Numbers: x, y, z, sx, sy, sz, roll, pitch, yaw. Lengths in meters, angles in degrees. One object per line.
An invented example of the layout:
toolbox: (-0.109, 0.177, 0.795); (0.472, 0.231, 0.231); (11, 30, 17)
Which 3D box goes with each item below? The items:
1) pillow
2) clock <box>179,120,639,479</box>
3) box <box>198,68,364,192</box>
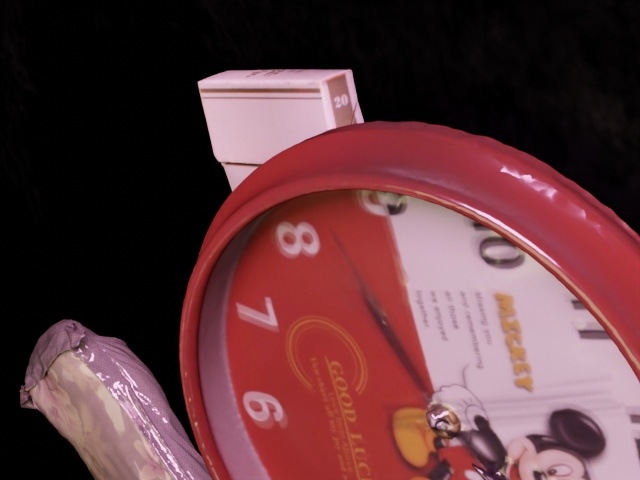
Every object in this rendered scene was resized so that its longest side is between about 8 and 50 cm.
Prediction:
pillow: (-0.120, 0.167, 1.147); (0.255, 0.059, 0.169); (53, 145, 6)
clock: (0.065, 0.088, 0.812); (0.318, 0.080, 0.318); (17, 122, 30)
box: (0.000, 0.000, 0.892); (0.109, 0.029, 0.198); (7, 121, 49)
